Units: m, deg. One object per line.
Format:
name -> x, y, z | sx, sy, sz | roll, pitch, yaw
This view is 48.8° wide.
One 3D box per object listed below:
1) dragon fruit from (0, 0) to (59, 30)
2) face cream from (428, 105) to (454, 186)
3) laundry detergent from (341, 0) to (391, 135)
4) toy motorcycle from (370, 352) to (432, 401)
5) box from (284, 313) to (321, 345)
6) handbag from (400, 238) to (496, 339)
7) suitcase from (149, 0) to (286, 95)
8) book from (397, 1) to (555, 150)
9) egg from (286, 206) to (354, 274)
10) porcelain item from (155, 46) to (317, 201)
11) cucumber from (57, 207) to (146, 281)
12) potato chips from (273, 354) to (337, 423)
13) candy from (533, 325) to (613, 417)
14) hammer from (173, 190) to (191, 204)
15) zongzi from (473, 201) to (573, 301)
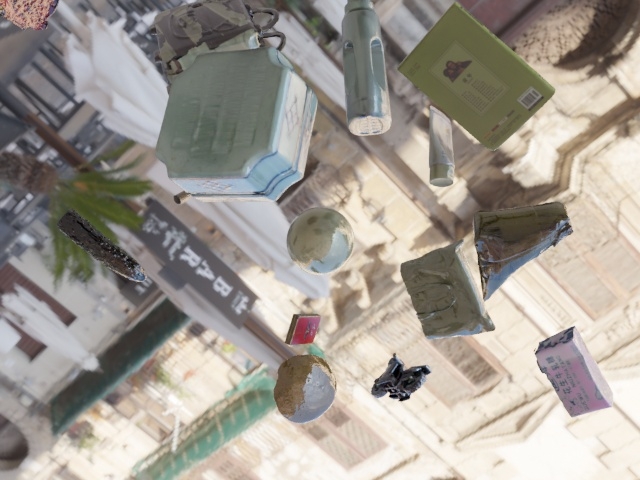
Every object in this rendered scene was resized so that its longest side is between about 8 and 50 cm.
dragon fruit -> -0.519, -0.417, 1.226 | 0.122, 0.092, 0.192 | -1, -168, 3
face cream -> 0.349, -0.270, 2.034 | 0.070, 0.114, 0.224 | -10, -112, 39
laundry detergent -> 0.121, -0.513, 1.975 | 0.124, 0.398, 0.264 | -5, 176, 7
toy motorcycle -> 0.268, 0.445, 2.308 | 0.159, 0.106, 0.270 | -51, -167, -32
box -> -0.050, 0.255, 2.032 | 0.133, 0.023, 0.090 | 12, 99, -60
handbag -> 0.424, 0.181, 2.375 | 0.253, 0.316, 0.109 | -22, 179, 31
suitcase -> -0.257, -0.504, 1.847 | 0.339, 0.194, 0.351 | -18, -141, -5
book -> 0.406, -0.421, 1.846 | 0.239, 0.352, 0.035 | -45, -172, 39
egg -> 0.000, 0.000, 1.910 | 0.186, 0.186, 0.242 | -49, 172, -9
porcelain item -> -0.161, -0.219, 1.384 | 0.281, 0.157, 0.286 | 1, -109, 25
cucumber -> -0.641, 0.027, 2.086 | 0.072, 0.303, 0.081 | -45, -167, 17
potato chips -> -0.028, 0.390, 1.854 | 0.195, 0.208, 0.062 | -37, -151, -26
candy -> 0.496, 0.261, 1.386 | 0.092, 0.160, 0.073 | -29, 179, 32
hammer -> -0.437, -0.186, 2.482 | 0.043, 0.111, 0.365 | -26, -170, 16
zongzi -> 0.589, 0.041, 2.043 | 0.274, 0.300, 0.145 | -8, -149, 11
